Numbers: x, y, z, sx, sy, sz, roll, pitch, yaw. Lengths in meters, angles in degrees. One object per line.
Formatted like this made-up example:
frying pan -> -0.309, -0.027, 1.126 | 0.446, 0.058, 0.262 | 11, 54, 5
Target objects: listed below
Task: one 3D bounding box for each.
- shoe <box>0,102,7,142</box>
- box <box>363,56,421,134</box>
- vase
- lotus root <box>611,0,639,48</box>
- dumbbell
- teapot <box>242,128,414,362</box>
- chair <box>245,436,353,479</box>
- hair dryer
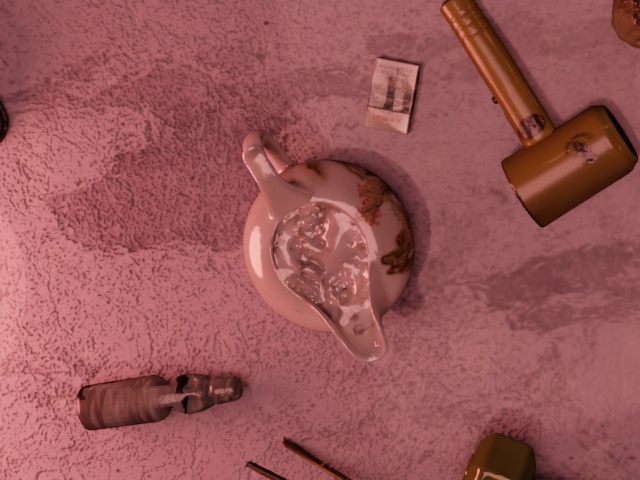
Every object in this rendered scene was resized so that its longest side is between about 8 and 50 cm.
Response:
shoe -> -0.525, -0.206, 1.960 | 0.293, 0.149, 0.109 | 38, 107, 3
box -> 0.085, -0.170, 1.884 | 0.054, 0.024, 0.083 | 12, 102, 10
vase -> -0.197, 0.196, 2.000 | 0.211, 0.060, 0.060 | -9, 98, 14
lotus root -> 0.378, -0.240, 1.747 | 0.143, 0.144, 0.070 | 11, 109, 20
dumbbell -> 0.310, 0.326, 1.875 | 0.302, 0.108, 0.121 | 22, 104, 9
teapot -> 0.000, 0.000, 1.877 | 0.204, 0.139, 0.298 | -36, 91, 19
chair -> 0.057, 0.371, 1.925 | 0.325, 0.170, 0.160 | 26, 103, 14
hair dryer -> 0.235, -0.167, 1.824 | 0.135, 0.090, 0.279 | -33, 85, 17
